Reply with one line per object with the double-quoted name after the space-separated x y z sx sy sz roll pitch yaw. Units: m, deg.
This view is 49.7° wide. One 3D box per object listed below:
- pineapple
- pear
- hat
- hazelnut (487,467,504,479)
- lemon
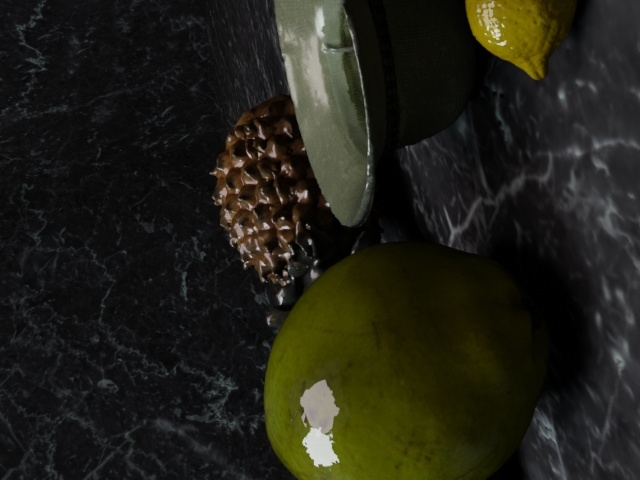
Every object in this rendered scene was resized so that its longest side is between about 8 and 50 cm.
0.002 0.000 0.820 0.222 0.223 0.357 87 164 -47 "pineapple"
0.061 0.114 0.573 0.269 0.212 0.212 -36 60 31 "pear"
0.054 -0.147 0.565 0.257 0.130 0.257 167 90 -80 "hat"
0.091 0.226 0.727 0.178 0.178 0.204 105 145 -69 "hazelnut"
0.120 -0.142 0.417 0.065 0.065 0.092 -166 62 -78 "lemon"
